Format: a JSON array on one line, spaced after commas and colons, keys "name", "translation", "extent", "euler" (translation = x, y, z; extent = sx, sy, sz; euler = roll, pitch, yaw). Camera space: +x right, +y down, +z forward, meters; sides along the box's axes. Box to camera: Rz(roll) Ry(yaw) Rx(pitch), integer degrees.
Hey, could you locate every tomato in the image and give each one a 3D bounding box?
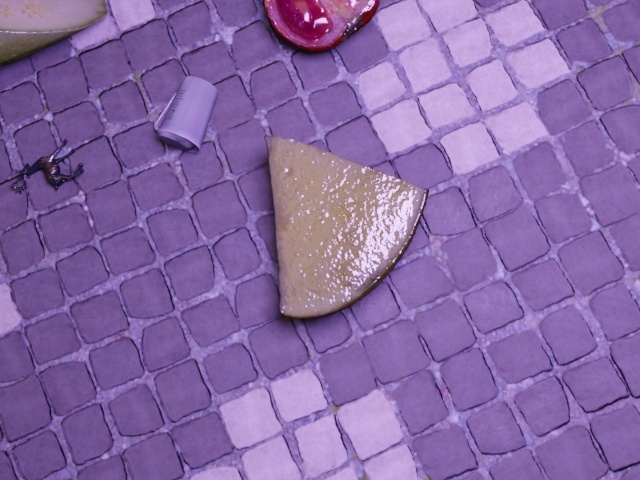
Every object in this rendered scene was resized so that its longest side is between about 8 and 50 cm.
[{"name": "tomato", "translation": [0.006, -0.406, 1.139], "extent": [0.189, 0.099, 0.173], "euler": [-40, 85, 11]}]

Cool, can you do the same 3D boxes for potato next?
[{"name": "potato", "translation": [0.000, 0.000, 1.057], "extent": [0.270, 0.112, 0.255], "euler": [21, 85, 12]}]

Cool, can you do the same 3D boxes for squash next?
[{"name": "squash", "translation": [-0.524, -0.408, 1.148], "extent": [0.261, 0.189, 0.189], "euler": [-24, 77, 4]}]

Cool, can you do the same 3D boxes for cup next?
[{"name": "cup", "translation": [-0.232, -0.210, 1.147], "extent": [0.104, 0.074, 0.116], "euler": [8, 74, 36]}]

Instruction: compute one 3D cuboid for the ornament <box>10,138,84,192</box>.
[{"name": "ornament", "translation": [-0.470, -0.114, 1.164], "extent": [0.125, 0.028, 0.073], "euler": [-29, 77, -3]}]
